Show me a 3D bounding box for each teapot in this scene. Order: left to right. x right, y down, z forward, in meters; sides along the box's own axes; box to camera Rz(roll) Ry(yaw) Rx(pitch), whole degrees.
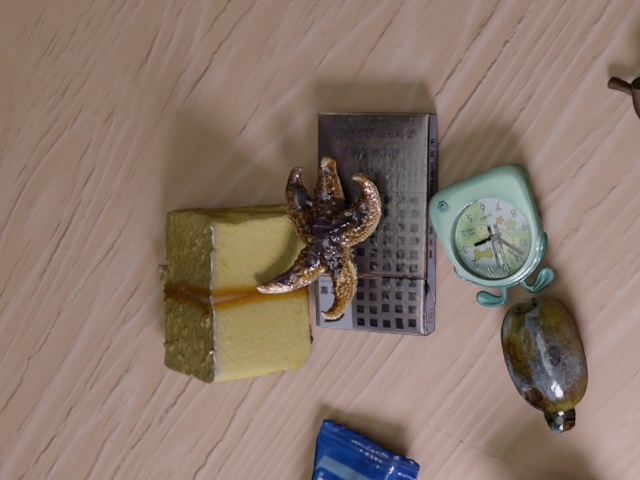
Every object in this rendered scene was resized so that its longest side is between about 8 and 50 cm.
[{"bbox_3d":[0.437,-0.197,1.567,0.110,0.085,0.080,16,129,51],"label":"teapot"}]

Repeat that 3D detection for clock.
[{"bbox_3d":[0.246,-0.004,1.665,0.148,0.060,0.188,-20,87,25],"label":"clock"}]

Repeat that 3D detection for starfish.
[{"bbox_3d":[0.001,0.001,1.721,0.216,0.071,0.238,-26,68,26],"label":"starfish"}]

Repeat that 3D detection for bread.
[{"bbox_3d":[-0.142,0.077,1.847,0.236,0.198,0.263,1,92,56],"label":"bread"}]

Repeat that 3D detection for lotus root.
[{"bbox_3d":[0.315,0.173,1.638,0.113,0.088,0.192,-17,89,42],"label":"lotus root"}]

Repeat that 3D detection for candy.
[{"bbox_3d":[0.041,0.453,1.805,0.187,0.077,0.331,19,103,29],"label":"candy"}]

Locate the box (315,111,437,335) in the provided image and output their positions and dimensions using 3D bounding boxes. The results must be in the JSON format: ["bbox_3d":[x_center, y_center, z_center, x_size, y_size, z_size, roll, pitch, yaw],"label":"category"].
[{"bbox_3d":[0.082,-0.027,1.746,0.180,0.047,0.324,3,96,25],"label":"box"}]
